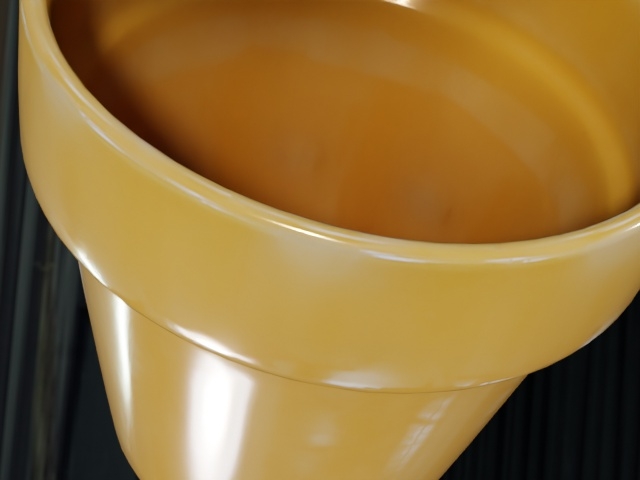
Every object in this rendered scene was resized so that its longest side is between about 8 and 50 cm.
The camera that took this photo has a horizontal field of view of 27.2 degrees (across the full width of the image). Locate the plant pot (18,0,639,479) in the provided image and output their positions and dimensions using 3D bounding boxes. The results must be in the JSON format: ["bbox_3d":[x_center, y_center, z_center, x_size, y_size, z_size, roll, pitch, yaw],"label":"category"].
[{"bbox_3d":[0.000,0.000,0.445,0.205,0.205,0.188,8,132,-7],"label":"plant pot"}]
